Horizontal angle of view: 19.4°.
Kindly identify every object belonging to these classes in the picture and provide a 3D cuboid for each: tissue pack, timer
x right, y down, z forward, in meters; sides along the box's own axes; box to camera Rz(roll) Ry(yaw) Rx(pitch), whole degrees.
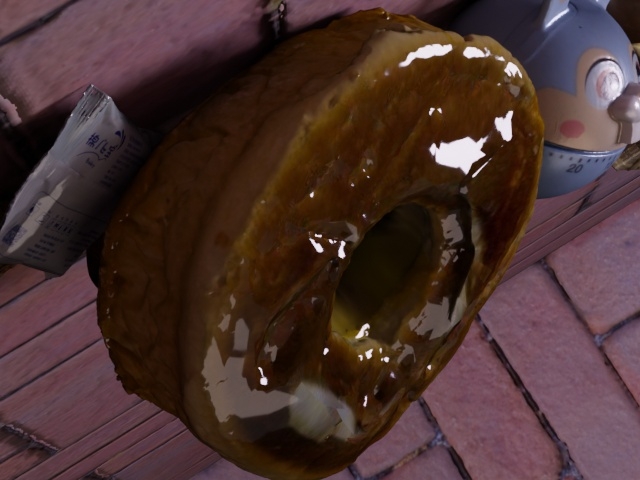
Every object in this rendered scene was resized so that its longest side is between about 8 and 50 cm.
[{"bbox_3d":[-0.146,-0.027,1.130,0.122,0.026,0.193,-48,171,1],"label":"tissue pack"},{"bbox_3d":[0.186,-0.135,1.343,0.255,0.175,0.175,-40,168,34],"label":"timer"}]

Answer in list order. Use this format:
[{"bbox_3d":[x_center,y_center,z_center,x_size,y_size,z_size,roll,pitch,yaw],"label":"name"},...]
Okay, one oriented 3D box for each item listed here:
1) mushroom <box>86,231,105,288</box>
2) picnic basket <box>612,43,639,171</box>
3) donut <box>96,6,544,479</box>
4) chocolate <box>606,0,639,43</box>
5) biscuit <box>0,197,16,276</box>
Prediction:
[{"bbox_3d":[-0.106,-0.003,1.279,0.127,0.087,0.127,-36,171,-7],"label":"mushroom"},{"bbox_3d":[0.309,-0.135,1.871,0.079,0.115,0.164,-38,170,17],"label":"picnic basket"},{"bbox_3d":[0.000,0.000,1.222,0.330,0.160,0.330,-24,127,-38],"label":"donut"},{"bbox_3d":[0.330,-0.236,1.525,0.254,0.080,0.157,-30,170,-13],"label":"chocolate"},{"bbox_3d":[-0.269,0.044,1.182,0.231,0.025,0.131,-35,171,19],"label":"biscuit"}]
